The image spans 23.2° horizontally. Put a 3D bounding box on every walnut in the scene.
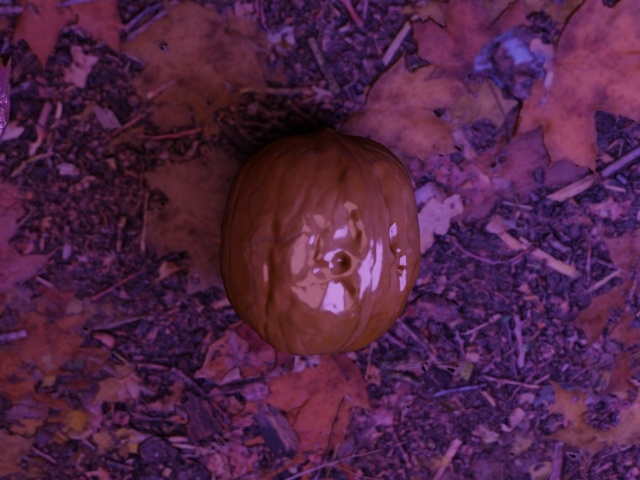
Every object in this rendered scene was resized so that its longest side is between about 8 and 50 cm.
[{"bbox_3d":[0.000,0.000,1.494,0.195,0.195,0.222,0,107,-6],"label":"walnut"}]

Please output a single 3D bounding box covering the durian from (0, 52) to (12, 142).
[{"bbox_3d":[-0.369,-0.064,1.443,0.153,0.186,0.260,10,100,-17],"label":"durian"}]
